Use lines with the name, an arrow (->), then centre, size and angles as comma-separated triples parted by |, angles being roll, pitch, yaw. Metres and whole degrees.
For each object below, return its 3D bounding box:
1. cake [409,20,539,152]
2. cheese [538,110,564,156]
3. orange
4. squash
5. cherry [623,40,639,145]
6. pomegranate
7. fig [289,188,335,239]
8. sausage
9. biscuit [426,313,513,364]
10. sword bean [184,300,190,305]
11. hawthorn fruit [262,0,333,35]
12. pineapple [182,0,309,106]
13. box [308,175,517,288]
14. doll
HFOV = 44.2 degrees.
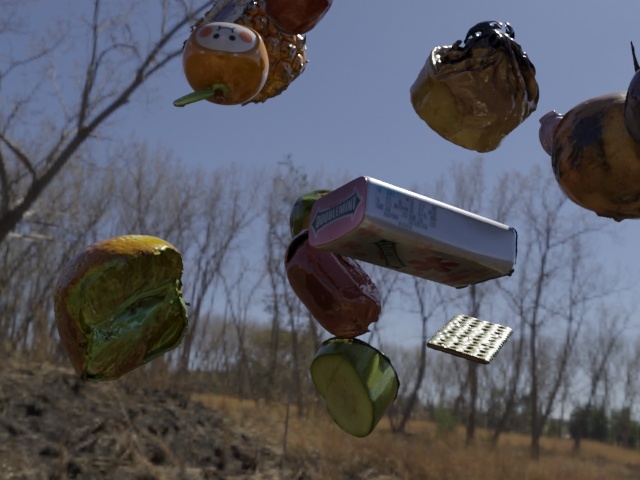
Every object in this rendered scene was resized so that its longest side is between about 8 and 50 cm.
cake -> 0.447, -0.450, 2.167 | 0.332, 0.332, 0.321 | 11, -46, -26
cheese -> 0.589, -0.222, 1.875 | 0.105, 0.191, 0.042 | -34, -2, -5
orange -> -0.393, 0.126, 1.560 | 0.262, 0.334, 0.196 | -22, 39, -23
squash -> 0.060, 0.331, 1.794 | 0.220, 0.220, 0.133 | -8, 25, 42
cherry -> 0.656, -0.237, 1.433 | 0.183, 0.266, 0.213 | -46, -29, 12
pomegranate -> 0.661, -0.179, 1.699 | 0.322, 0.322, 0.322 | 4, -14, 1
fig -> 0.000, 0.000, 2.202 | 0.206, 0.275, 0.206 | 4, 23, -2
sausage -> 0.023, 0.092, 1.713 | 0.152, 0.279, 0.152 | -25, -35, -19
biscuit -> 0.314, 0.202, 1.648 | 0.139, 0.016, 0.231 | 14, 16, 23
sword bean -> -0.344, 0.145, 1.909 | 0.083, 0.012, 0.012 | 17, -3, 39
hawthorn fruit -> -0.033, -0.366, 1.164 | 0.140, 0.125, 0.125 | 14, -12, 13
pineapple -> -0.212, -0.585, 2.385 | 0.352, 0.352, 0.300 | -7, -46, 39
box -> 0.181, -0.003, 1.489 | 0.370, 0.112, 0.190 | 17, -21, -27
doll -> -0.235, -0.403, 1.910 | 0.213, 0.236, 0.213 | 6, -34, 4
